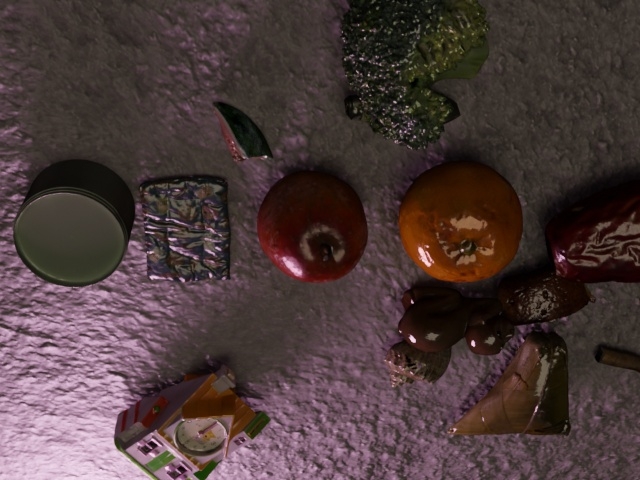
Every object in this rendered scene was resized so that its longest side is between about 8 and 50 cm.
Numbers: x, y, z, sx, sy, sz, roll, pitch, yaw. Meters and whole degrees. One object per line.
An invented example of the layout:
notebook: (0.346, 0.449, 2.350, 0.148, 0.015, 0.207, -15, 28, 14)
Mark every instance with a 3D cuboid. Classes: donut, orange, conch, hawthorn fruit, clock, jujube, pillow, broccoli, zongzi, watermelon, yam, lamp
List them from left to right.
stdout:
pillow: (-0.289, -0.020, 1.847, 0.188, 0.034, 0.256, -1, 119, -5)
clock: (-0.294, 0.436, 2.023, 0.309, 0.166, 0.235, -36, 116, 12)
watermelon: (-0.168, -0.212, 1.733, 0.080, 0.101, 0.155, -15, 110, 16)
hawthorn fruit: (-0.012, -0.010, 1.777, 0.231, 0.263, 0.235, -29, 148, 34)
lamp: (0.167, -0.266, 1.723, 0.250, 0.101, 0.101, -3, 120, -16)
conch: (0.245, 0.275, 2.043, 0.207, 0.130, 0.155, -50, 149, -3)
broccoli: (0.196, -0.354, 1.560, 0.301, 0.249, 0.375, 0, 88, -13)
orange: (0.291, -0.040, 1.782, 0.261, 0.261, 0.261, -2, 119, -4)
zongzi: (0.449, 0.356, 2.073, 0.300, 0.145, 0.274, -6, 115, 5)
donut: (0.512, 0.123, 1.953, 0.186, 0.144, 0.126, -15, 100, 32)
jujube: (0.654, -0.011, 1.848, 0.318, 0.223, 0.223, -14, 119, 7)
yam: (0.836, 0.323, 2.143, 0.326, 0.045, 0.045, 16, 85, -15)

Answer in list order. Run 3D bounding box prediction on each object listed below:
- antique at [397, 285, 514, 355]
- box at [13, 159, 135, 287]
antique: (0.305, 0.192, 1.926, 0.256, 0.143, 0.121, 11, 133, 3)
box: (-0.503, -0.034, 1.754, 0.226, 0.149, 0.226, -2, 120, -4)
